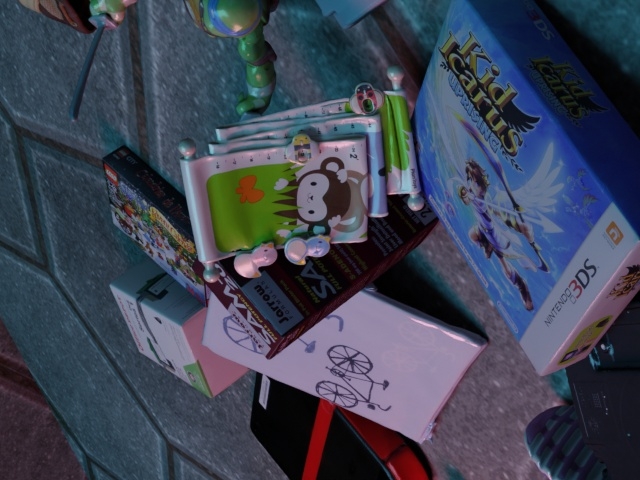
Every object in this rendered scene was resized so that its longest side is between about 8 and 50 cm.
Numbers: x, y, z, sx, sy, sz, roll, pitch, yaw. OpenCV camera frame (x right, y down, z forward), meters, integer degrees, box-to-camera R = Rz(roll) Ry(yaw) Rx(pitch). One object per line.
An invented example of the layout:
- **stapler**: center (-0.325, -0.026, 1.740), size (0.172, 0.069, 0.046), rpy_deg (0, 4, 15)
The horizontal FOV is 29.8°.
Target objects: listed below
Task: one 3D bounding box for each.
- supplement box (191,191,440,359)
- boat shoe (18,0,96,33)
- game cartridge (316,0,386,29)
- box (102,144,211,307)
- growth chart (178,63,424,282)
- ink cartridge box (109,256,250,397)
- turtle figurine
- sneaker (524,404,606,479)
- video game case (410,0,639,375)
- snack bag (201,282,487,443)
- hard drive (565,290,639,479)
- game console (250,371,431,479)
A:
- **supplement box**: center (0.000, 0.000, 1.256), size (0.130, 0.239, 0.073), rpy_deg (49, 153, 9)
- **boat shoe**: center (-0.291, -0.355, 1.460), size (0.123, 0.123, 0.342), rpy_deg (38, 153, -1)
- **game cartridge**: center (-0.009, -0.346, 1.066), size (0.297, 0.062, 0.198), rpy_deg (57, 150, -7)
- **box**: center (-0.239, -0.021, 1.844), size (0.233, 0.044, 0.159), rpy_deg (39, 151, 26)
- **growth chart**: center (-0.017, -0.055, 1.131), size (0.021, 0.237, 0.172), rpy_deg (-108, 0, -63)
- **ink cartridge box**: center (-0.233, 0.139, 1.974), size (0.219, 0.092, 0.160), rpy_deg (22, 140, 46)
- **turtle figurine**: center (-0.140, -0.199, 1.198), size (0.266, 0.198, 0.274), rpy_deg (-109, 28, -65)
- **sneaker**: center (0.312, 0.264, 1.245), size (0.236, 0.095, 0.104), rpy_deg (33, 155, 34)
- **video game case**: center (0.176, -0.052, 1.037), size (0.269, 0.061, 0.244), rpy_deg (59, 156, 23)
- **snack bag**: center (0.019, 0.118, 1.483), size (0.342, 0.037, 0.323), rpy_deg (23, 148, 4)
- **hard drive**: center (0.346, 0.151, 1.005), size (0.339, 0.064, 0.237), rpy_deg (-15, 90, 63)
- **game console**: center (0.018, 0.319, 1.840), size (0.342, 0.060, 0.386), rpy_deg (48, 153, 22)
